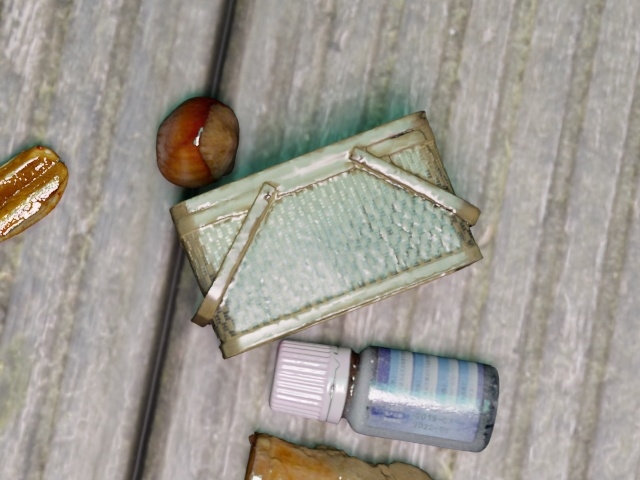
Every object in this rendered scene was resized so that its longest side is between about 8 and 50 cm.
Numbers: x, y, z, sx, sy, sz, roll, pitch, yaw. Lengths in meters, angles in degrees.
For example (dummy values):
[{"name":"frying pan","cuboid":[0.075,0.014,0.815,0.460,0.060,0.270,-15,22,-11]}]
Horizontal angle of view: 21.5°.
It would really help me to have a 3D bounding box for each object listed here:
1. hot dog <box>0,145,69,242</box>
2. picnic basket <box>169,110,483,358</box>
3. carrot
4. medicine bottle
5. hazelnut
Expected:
[{"name":"hot dog","cuboid":[-0.293,-0.029,1.548,0.144,0.038,0.062,-39,91,-4]},{"name":"picnic basket","cuboid":[0.000,0.000,1.500,0.266,0.165,0.139,-21,87,-5]},{"name":"carrot","cuboid":[0.049,0.246,1.525,0.263,0.102,0.102,15,84,-8]},{"name":"medicine bottle","cuboid":[0.056,0.138,1.530,0.203,0.083,0.083,9,84,-4]},{"name":"hazelnut","cuboid":[-0.113,-0.090,1.550,0.086,0.086,0.086,0,84,-4]}]
